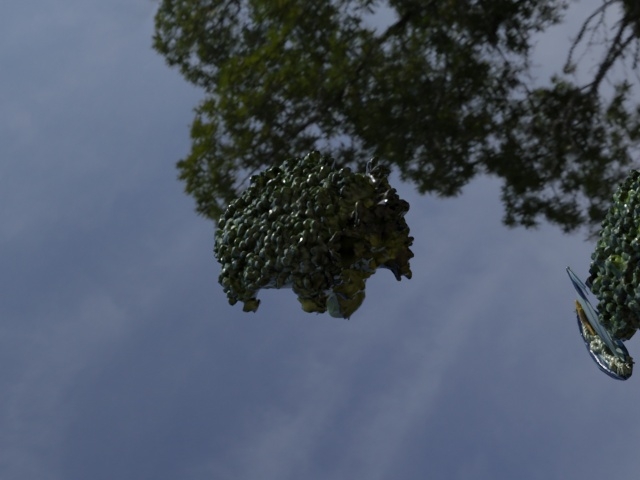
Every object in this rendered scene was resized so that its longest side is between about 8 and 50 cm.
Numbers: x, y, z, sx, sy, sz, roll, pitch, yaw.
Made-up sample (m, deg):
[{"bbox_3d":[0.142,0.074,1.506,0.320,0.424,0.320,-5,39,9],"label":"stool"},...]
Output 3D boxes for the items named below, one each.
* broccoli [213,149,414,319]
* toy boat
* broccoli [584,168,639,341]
[{"bbox_3d":[-0.011,-0.016,1.438,0.272,0.334,0.324,27,-101,-48],"label":"broccoli"},{"bbox_3d":[0.550,0.151,1.752,0.067,0.221,0.291,-25,-51,5],"label":"toy boat"},{"bbox_3d":[0.505,0.013,1.170,0.245,0.288,0.248,19,-129,-17],"label":"broccoli"}]
